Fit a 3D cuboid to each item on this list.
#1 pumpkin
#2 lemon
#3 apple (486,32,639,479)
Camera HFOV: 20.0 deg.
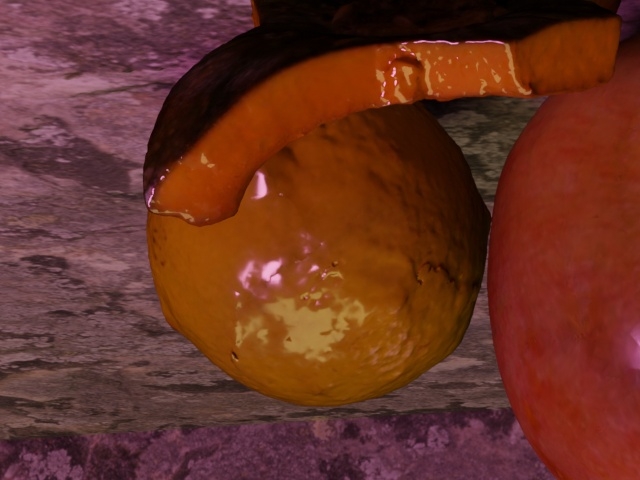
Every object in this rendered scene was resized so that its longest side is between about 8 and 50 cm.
[{"bbox_3d":[0.048,-0.107,1.065,0.258,0.095,0.290,-5,-160,11],"label":"pumpkin"},{"bbox_3d":[-0.001,-0.001,1.355,0.260,0.261,0.284,0,166,-1],"label":"lemon"},{"bbox_3d":[0.298,0.022,1.197,0.391,0.392,0.346,-6,156,20],"label":"apple"}]
